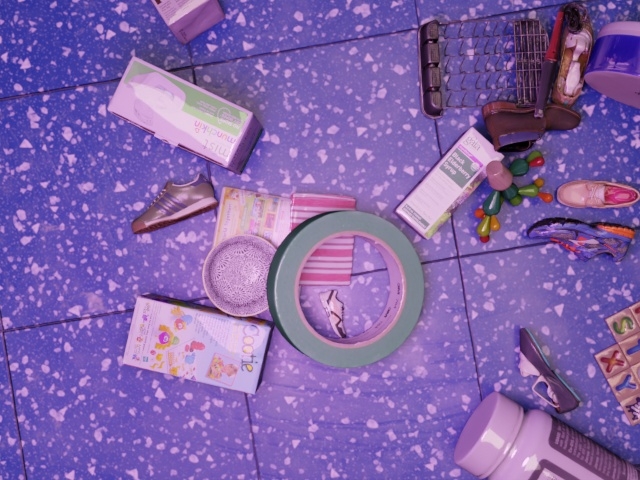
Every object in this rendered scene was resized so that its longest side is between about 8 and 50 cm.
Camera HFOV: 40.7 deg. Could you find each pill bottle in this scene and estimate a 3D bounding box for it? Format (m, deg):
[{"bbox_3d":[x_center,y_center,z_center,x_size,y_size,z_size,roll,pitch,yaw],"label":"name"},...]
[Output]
[{"bbox_3d":[0.467,0.470,1.742,0.361,0.204,0.204,32,90,2],"label":"pill bottle"}]

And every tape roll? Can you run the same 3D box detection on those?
[{"bbox_3d":[0.053,0.098,1.775,0.322,0.077,0.321,0,91,-16],"label":"tape roll"}]

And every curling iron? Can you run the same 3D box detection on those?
[{"bbox_3d":[0.487,-0.375,1.773,0.068,0.035,0.273,13,74,37],"label":"curling iron"}]

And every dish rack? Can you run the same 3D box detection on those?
[{"bbox_3d":[0.347,-0.370,1.824,0.272,0.074,0.208,-3,91,0],"label":"dish rack"}]

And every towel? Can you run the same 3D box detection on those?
[{"bbox_3d":[0.000,0.000,1.830,0.144,0.029,0.196,3,94,-14],"label":"towel"}]

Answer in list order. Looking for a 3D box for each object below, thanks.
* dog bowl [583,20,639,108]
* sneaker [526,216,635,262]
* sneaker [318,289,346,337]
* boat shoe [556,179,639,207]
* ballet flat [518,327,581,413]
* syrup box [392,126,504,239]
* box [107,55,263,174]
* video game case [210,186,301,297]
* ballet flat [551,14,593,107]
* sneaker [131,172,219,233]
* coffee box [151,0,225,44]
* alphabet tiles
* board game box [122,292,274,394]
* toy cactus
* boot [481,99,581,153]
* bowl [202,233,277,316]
[{"bbox_3d":[0.668,-0.335,1.717,0.265,0.265,0.104,21,92,2],"label":"dog bowl"},{"bbox_3d":[0.544,0.002,1.810,0.221,0.083,0.087,7,97,5],"label":"sneaker"},{"bbox_3d":[0.034,0.156,1.839,0.044,0.040,0.109,-22,89,-1],"label":"sneaker"},{"bbox_3d":[0.588,-0.099,1.818,0.170,0.059,0.062,0,89,1],"label":"boat shoe"},{"bbox_3d":[0.463,0.281,1.813,0.074,0.074,0.203,-37,91,1],"label":"ballet flat"},{"bbox_3d":[0.266,-0.118,1.808,0.093,0.096,0.237,42,91,-1],"label":"syrup box"},{"bbox_3d":[-0.267,-0.244,1.756,0.262,0.231,0.126,26,90,2],"label":"box"},{"bbox_3d":[-0.128,0.013,1.852,0.207,0.026,0.226,11,91,1],"label":"video game case"},{"bbox_3d":[0.539,-0.380,1.818,0.073,0.067,0.206,9,89,1],"label":"ballet flat"},{"bbox_3d":[-0.319,-0.082,1.843,0.192,0.064,0.086,-20,81,1],"label":"sneaker"},{"bbox_3d":[-0.333,-0.577,1.793,0.119,0.168,0.297,-33,89,1],"label":"coffee box"},{"bbox_3d":[0.773,0.240,1.834,0.343,0.011,0.285,-28,88,1],"label":"alphabet tiles"},{"bbox_3d":[-0.247,0.211,1.794,0.276,0.142,0.144,13,90,2],"label":"board game box"},{"bbox_3d":[0.384,-0.102,1.768,0.219,0.180,0.112,-46,55,4],"label":"toy cactus"},{"bbox_3d":[0.443,-0.223,1.789,0.219,0.082,0.106,2,63,-11],"label":"boot"},{"bbox_3d":[-0.165,0.069,1.791,0.170,0.080,0.170,-1,92,-15],"label":"bowl"}]
